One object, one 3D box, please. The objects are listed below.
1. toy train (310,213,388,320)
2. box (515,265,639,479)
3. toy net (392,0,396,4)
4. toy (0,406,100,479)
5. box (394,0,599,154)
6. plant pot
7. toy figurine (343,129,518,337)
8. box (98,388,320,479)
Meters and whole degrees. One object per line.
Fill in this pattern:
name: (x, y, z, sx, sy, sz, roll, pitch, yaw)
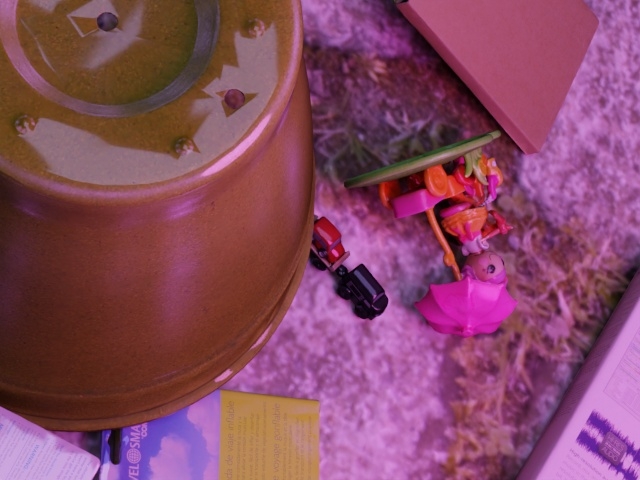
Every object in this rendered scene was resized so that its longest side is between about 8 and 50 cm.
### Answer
toy train: (0.000, 0.000, 1.556, 0.158, 0.036, 0.027, 49, 58, -1)
box: (0.307, 0.194, 1.621, 0.232, 0.058, 0.322, 40, 60, -7)
toy net: (0.093, -0.302, 1.719, 0.122, 0.045, 0.232, 5, 67, -22)
toy: (-0.293, 0.161, 1.336, 0.237, 0.056, 0.137, 29, 73, -6)
box: (0.161, -0.201, 1.681, 0.201, 0.021, 0.164, 45, 57, -30)
plant pot: (-0.153, -0.085, 1.281, 0.367, 0.353, 0.366, 3, 72, -10)
toy figurine: (0.116, 0.001, 1.590, 0.173, 0.130, 0.159, -23, 95, -55)
box: (-0.088, 0.166, 1.444, 0.178, 0.042, 0.109, 9, 66, -22)
